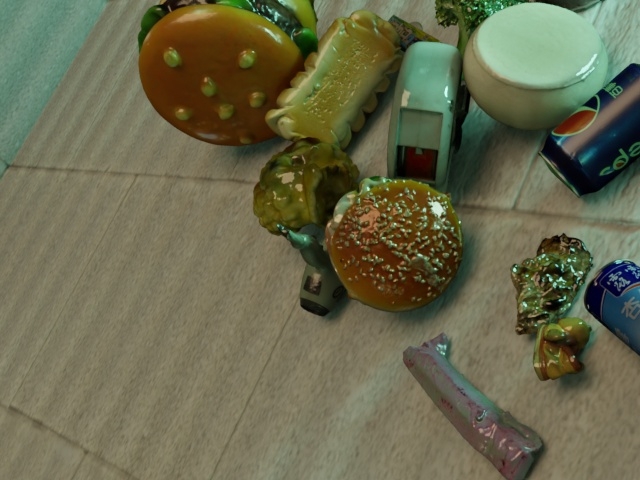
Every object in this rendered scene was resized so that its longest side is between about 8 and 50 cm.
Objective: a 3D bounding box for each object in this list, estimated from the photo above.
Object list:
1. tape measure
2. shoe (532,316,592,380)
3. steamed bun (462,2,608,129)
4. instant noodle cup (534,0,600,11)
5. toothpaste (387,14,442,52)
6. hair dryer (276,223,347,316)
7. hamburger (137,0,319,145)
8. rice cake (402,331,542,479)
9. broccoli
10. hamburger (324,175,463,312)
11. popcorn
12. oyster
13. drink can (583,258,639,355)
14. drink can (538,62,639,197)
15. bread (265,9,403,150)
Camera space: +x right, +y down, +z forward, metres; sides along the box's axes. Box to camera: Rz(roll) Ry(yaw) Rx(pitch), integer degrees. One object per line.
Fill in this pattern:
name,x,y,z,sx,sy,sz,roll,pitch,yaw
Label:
tape measure,0.187,-0.196,1.582,0.125,0.246,0.243,8,58,7
shoe,0.336,0.152,1.271,0.069,0.072,0.109,-13,10,35
steamed bun,0.349,-0.272,1.512,0.232,0.145,0.232,-2,52,3
instant noodle cup,0.425,-0.546,1.617,0.217,0.207,0.217,-25,46,28
toothpaste,0.196,-0.411,1.869,0.070,0.044,0.193,-49,39,5
hair dryer,0.019,-0.019,1.596,0.092,0.267,0.229,19,59,24
hamburger,-0.208,-0.387,1.987,0.396,0.396,0.277,-22,42,32
rice cake,0.216,0.234,1.341,0.081,0.051,0.290,-48,39,6
broccoli,0.287,-0.386,1.688,0.220,0.194,0.194,42,93,28
hamburger,0.120,0.008,1.502,0.237,0.147,0.237,-3,79,16
popcorn,-0.025,-0.093,1.742,0.189,0.169,0.218,8,49,41
oyster,0.330,0.064,1.362,0.105,0.056,0.177,23,74,43
drink can,0.444,0.120,1.166,0.097,0.097,0.235,-47,39,6
drink can,0.434,-0.163,1.380,0.205,0.118,0.118,-43,39,12
bread,0.040,-0.313,1.856,0.311,0.173,0.121,-53,3,1
